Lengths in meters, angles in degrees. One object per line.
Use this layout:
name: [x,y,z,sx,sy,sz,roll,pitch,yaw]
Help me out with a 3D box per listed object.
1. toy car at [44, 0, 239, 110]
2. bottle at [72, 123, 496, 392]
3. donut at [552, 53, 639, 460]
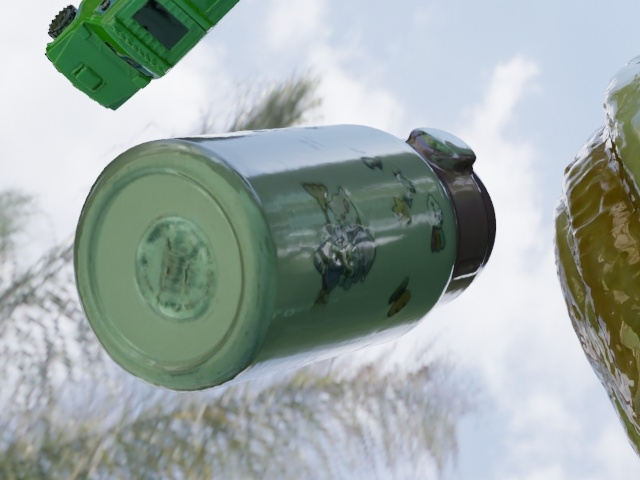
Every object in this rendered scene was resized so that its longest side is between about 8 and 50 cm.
toy car: [-0.095,-0.148,1.027,0.165,0.062,0.071,-43,-62,12]
bottle: [0.000,0.000,0.782,0.110,0.233,0.110,5,-81,34]
donut: [0.301,0.078,1.003,0.198,0.449,0.449,-34,-73,20]
